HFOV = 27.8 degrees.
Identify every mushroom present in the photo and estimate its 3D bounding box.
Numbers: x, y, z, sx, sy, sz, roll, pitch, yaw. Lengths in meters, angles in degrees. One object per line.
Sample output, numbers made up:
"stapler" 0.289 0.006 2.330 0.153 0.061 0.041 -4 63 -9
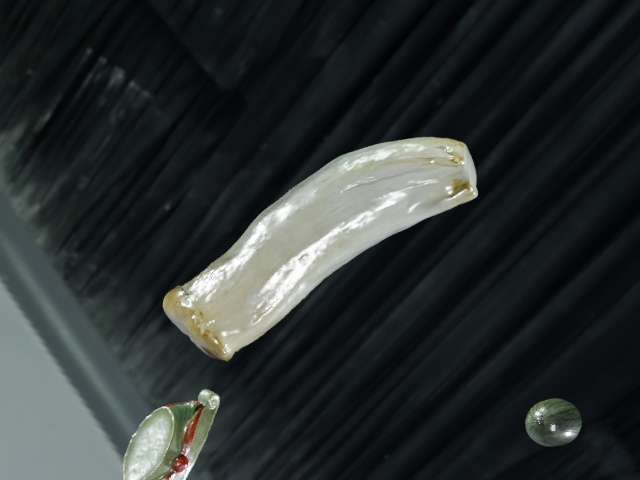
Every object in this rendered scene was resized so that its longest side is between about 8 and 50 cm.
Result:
"mushroom" 0.000 0.000 1.318 0.123 0.351 0.095 60 5 39

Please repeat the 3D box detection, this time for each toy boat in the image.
"toy boat" -0.177 0.246 1.473 0.089 0.185 0.071 16 -18 37

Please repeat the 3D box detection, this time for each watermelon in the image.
"watermelon" 0.364 0.285 2.025 0.111 0.078 0.078 -1 50 -52
